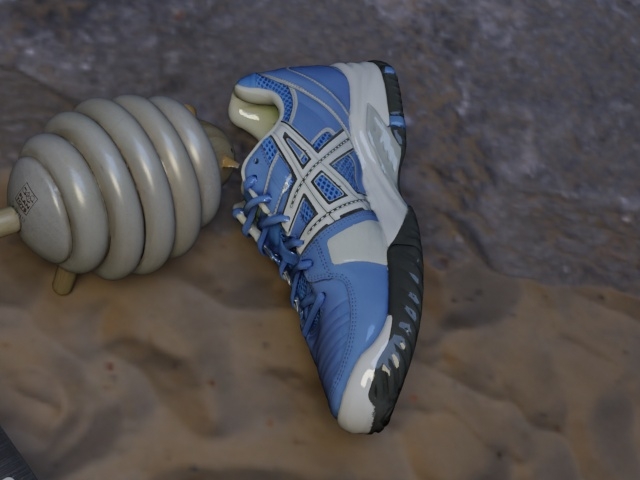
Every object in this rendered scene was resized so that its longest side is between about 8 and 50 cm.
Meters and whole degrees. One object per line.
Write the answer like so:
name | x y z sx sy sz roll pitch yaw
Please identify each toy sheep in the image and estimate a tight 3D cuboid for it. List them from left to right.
toy sheep | -0.094 -0.021 0.635 0.132 0.091 0.091 -27 71 -32

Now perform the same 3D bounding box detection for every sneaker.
sneaker | 0.000 0.000 0.672 0.081 0.080 0.211 3 48 -12

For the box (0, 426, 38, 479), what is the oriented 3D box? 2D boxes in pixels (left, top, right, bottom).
box | -0.198 0.120 0.524 0.183 0.056 0.231 -28 72 -33
